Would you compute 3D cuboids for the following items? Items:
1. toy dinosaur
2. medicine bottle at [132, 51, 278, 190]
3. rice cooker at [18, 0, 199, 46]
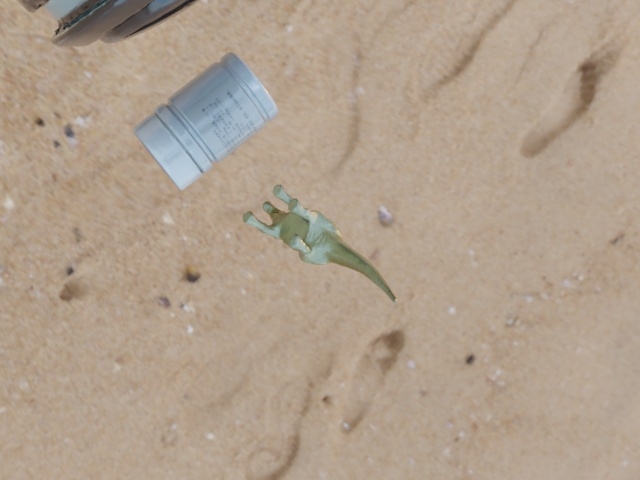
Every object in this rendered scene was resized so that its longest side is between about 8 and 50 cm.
[{"bbox_3d":[-0.003,-0.001,0.526,0.041,0.113,0.026,35,87,-40],"label":"toy dinosaur"},{"bbox_3d":[-0.082,-0.085,0.763,0.091,0.058,0.058,-39,129,-5],"label":"medicine bottle"},{"bbox_3d":[-0.096,-0.233,0.588,0.241,0.280,0.227,-47,111,-20],"label":"rice cooker"}]
